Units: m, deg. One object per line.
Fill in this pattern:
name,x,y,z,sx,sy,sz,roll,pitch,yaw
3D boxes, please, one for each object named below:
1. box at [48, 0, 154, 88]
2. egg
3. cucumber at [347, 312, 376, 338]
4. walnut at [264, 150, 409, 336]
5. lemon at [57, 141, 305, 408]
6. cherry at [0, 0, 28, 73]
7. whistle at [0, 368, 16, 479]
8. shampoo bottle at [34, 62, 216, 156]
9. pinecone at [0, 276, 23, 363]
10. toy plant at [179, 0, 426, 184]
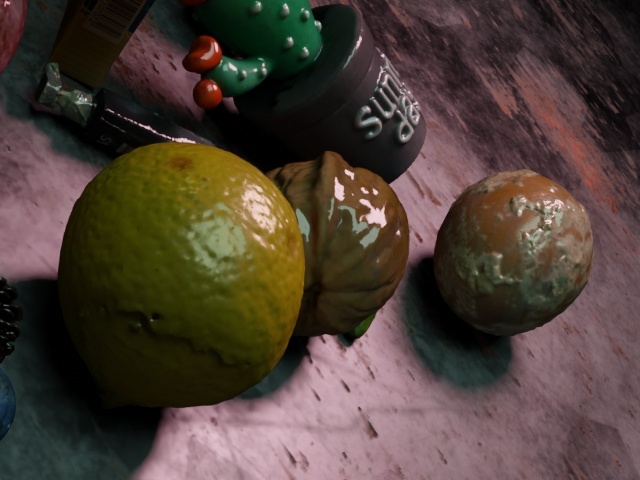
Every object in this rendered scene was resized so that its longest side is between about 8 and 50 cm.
box,-0.213,-0.303,1.369,0.070,0.237,0.152,28,38,-22
egg,0.242,0.017,1.580,0.203,0.203,0.245,48,45,1
cucumber,0.051,0.016,1.498,0.056,0.056,0.250,28,39,-25
walnut,0.000,0.000,1.347,0.213,0.213,0.213,28,38,-25
lemon,-0.128,0.024,1.138,0.228,0.228,0.253,15,61,-38
cherry,-0.370,-0.259,1.212,0.175,0.192,0.250,-22,77,-17
whistle,-0.273,0.146,0.991,0.158,0.090,0.090,44,34,-4
shampoo bottle,-0.214,-0.126,1.352,0.207,0.057,0.063,26,40,-29
pinecone,-0.289,0.067,1.058,0.077,0.077,0.083,11,23,-41
toy plant,-0.030,-0.235,1.465,0.400,0.279,0.185,46,-3,-36
